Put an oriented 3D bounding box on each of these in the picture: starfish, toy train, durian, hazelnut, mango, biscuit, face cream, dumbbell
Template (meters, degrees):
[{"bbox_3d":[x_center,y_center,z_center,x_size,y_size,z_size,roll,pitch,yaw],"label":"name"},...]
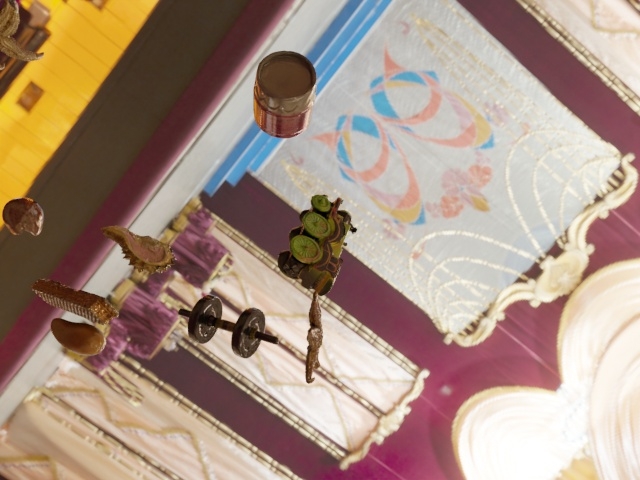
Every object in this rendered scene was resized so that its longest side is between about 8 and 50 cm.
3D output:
[{"bbox_3d":[-0.014,0.226,1.519,0.227,0.043,0.240,94,-2,-55],"label":"starfish"},{"bbox_3d":[0.000,0.000,1.600,0.100,0.161,0.296,-55,-171,46],"label":"toy train"},{"bbox_3d":[-0.525,0.031,1.755,0.078,0.224,0.140,-48,-159,32],"label":"durian"},{"bbox_3d":[-0.603,-0.045,1.260,0.086,0.086,0.086,-50,-171,11],"label":"hazelnut"},{"bbox_3d":[-0.734,0.291,1.871,0.085,0.184,0.102,-58,161,-58],"label":"mango"},{"bbox_3d":[-0.778,0.190,1.954,0.379,0.094,0.054,10,-128,37],"label":"biscuit"},{"bbox_3d":[-0.101,-0.408,1.752,0.175,0.175,0.195,-55,173,-22],"label":"face cream"},{"bbox_3d":[-0.798,-0.514,1.536,0.238,0.216,0.071,-49,-150,43],"label":"starfish"},{"bbox_3d":[-0.262,0.239,1.743,0.143,0.326,0.143,-45,142,-52],"label":"dumbbell"}]
